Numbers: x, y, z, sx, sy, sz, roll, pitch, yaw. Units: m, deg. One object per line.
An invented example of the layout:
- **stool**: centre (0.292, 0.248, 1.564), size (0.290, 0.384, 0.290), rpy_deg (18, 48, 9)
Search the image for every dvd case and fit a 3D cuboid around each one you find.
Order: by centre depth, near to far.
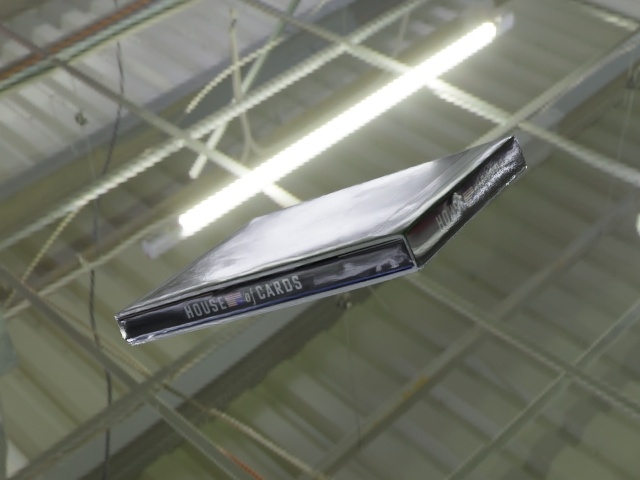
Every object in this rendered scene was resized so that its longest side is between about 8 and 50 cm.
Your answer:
- **dvd case**: centre (0.000, 0.000, 0.702), size (0.239, 0.029, 0.179), rpy_deg (-16, -166, 36)
